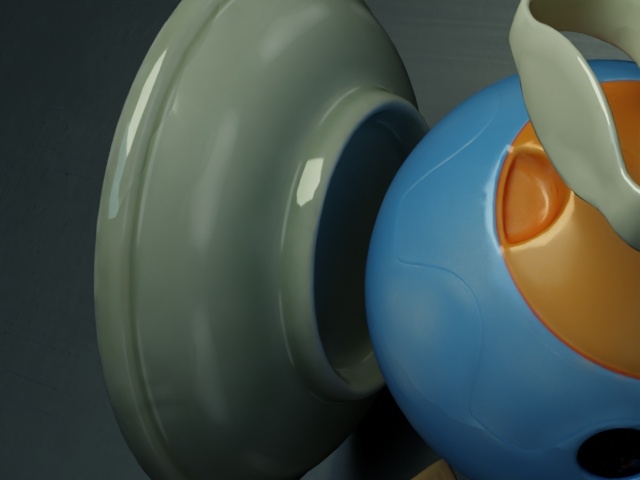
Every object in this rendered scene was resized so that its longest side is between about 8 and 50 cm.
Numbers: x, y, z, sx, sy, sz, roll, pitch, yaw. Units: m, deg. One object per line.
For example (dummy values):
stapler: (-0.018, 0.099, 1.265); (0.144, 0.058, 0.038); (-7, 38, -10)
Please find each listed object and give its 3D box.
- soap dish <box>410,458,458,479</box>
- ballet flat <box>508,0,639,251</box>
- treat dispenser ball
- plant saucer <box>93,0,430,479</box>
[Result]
soap dish: (0.034, 0.328, 0.929); (0.291, 0.118, 0.229); (-40, 49, 16)
ballet flat: (0.189, -0.132, 0.716); (0.182, 0.164, 0.482); (-2, 48, 2)
treat dispenser ball: (0.172, 0.029, 0.855); (0.288, 0.288, 0.288); (-17, 58, 31)
plant saucer: (0.000, 0.000, 0.943); (0.101, 0.400, 0.400); (8, 73, 28)
